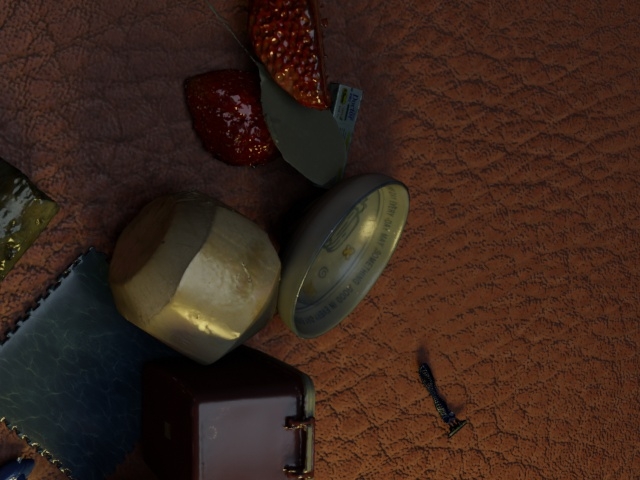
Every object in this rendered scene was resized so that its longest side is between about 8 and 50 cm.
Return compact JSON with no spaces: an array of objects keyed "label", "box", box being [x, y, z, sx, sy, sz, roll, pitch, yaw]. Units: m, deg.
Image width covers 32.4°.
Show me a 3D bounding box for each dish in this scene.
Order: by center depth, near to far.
[{"label":"dish","box":[0.000,0.000,1.638,0.273,0.134,0.273,-44,154,-28]}]

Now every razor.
[{"label":"razor","box":[0.196,0.263,1.855,0.044,0.028,0.154,-39,116,-19]}]

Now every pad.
[{"label":"pad","box":[-0.322,0.185,1.555,0.269,0.012,0.269,-50,118,-13]}]

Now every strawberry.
[{"label":"strawberry","box":[-0.049,-0.307,1.560,0.175,0.107,0.236,70,18,-56]},{"label":"strawberry","box":[-0.109,-0.184,1.583,0.187,0.082,0.146,32,74,-26]}]

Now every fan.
[{"label":"fan","box":[-0.067,-0.215,1.563,0.310,0.010,0.182,52,35,-16]}]

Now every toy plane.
[{"label":"toy plane","box":[-0.453,0.355,1.491,0.167,0.054,0.062,-40,141,-19]}]

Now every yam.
[{"label":"yam","box":[-0.432,-0.001,1.408,0.107,0.107,0.194,42,78,-28]}]

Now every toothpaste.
[{"label":"toothpaste","box":[0.023,-0.155,1.680,0.046,0.034,0.164,11,93,-31]}]

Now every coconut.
[{"label":"coconut","box":[-0.160,0.051,1.504,0.241,0.241,0.241,-5,101,-29]}]

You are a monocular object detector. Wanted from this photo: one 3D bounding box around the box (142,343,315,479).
[{"label":"box","box":[-0.135,0.254,1.509,0.168,0.294,0.193,1,94,-25]}]
